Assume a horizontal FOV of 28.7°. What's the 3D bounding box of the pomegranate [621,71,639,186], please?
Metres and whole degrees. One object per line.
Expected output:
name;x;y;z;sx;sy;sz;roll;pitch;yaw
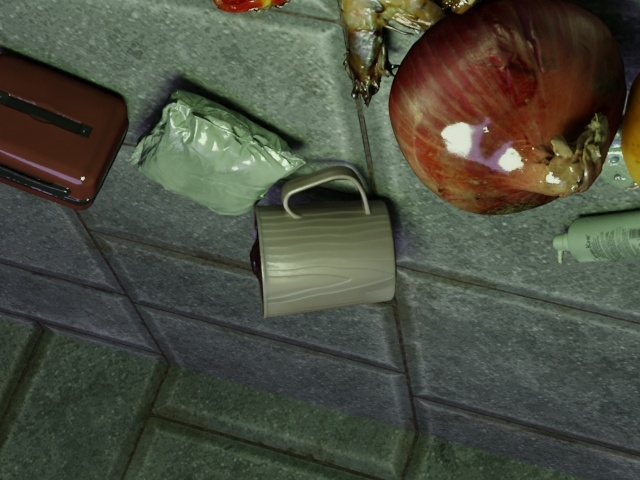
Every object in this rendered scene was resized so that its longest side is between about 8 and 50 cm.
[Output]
pomegranate;0.536;-0.150;1.686;0.264;0.264;0.264;17;155;8

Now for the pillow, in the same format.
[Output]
pillow;-0.205;-0.156;2.389;0.283;0.138;0.310;24;153;-16

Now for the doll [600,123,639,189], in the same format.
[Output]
doll;0.487;-0.131;1.998;0.214;0.072;0.103;42;141;-25

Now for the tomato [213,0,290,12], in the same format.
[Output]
tomato;-0.088;-0.407;1.849;0.159;0.091;0.139;-9;163;0

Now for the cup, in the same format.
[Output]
cup;-0.002;-0.001;2.430;0.273;0.288;0.208;-5;-175;-6

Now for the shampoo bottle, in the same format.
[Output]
shampoo bottle;0.524;-0.007;2.206;0.262;0.085;0.085;-7;144;46

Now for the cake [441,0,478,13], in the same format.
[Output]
cake;0.156;-0.433;1.662;0.246;0.135;0.112;48;149;12

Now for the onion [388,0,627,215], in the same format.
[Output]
onion;0.272;-0.192;1.773;0.353;0.354;0.354;17;155;8

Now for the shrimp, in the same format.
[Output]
shrimp;0.121;-0.309;1.924;0.178;0.075;0.289;11;141;14

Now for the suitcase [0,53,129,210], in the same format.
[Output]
suitcase;-0.539;-0.208;2.418;0.297;0.236;0.161;21;155;-4
